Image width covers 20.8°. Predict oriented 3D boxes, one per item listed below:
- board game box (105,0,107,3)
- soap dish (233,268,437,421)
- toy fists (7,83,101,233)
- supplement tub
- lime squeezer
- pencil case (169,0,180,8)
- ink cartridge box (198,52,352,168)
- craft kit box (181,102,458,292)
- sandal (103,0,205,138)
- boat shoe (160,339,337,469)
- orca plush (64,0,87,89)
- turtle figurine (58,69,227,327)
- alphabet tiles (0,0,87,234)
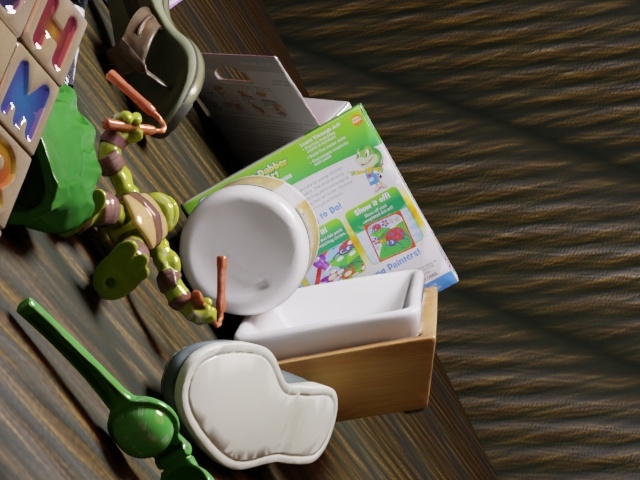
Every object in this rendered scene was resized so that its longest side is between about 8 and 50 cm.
[{"bbox_3d":[-0.304,-0.405,2.366,0.210,0.047,0.160,57,9,-23],"label":"board game box"},{"bbox_3d":[0.023,0.122,1.955,0.291,0.229,0.118,-66,145,-80],"label":"soap dish"},{"bbox_3d":[-0.268,-0.132,1.429,0.279,0.096,0.142,62,18,1],"label":"toy fists"},{"bbox_3d":[-0.077,0.001,1.987,0.144,0.144,0.199,60,8,-3],"label":"supplement tub"},{"bbox_3d":[-0.138,0.177,1.350,0.110,0.059,0.310,-25,86,-52],"label":"lime squeezer"},{"bbox_3d":[-0.270,-0.420,2.522,0.206,0.086,0.088,57,42,-13],"label":"pencil case"},{"bbox_3d":[-0.063,-0.184,2.519,0.296,0.066,0.261,11,-40,53],"label":"ink cartridge box"},{"bbox_3d":[0.000,0.000,2.113,0.246,0.250,0.061,61,7,-8],"label":"craft kit box"},{"bbox_3d":[-0.226,-0.239,2.127,0.086,0.120,0.303,15,37,-40],"label":"sandal"},{"bbox_3d":[-0.086,0.154,1.678,0.099,0.116,0.319,17,-5,25],"label":"boat shoe"},{"bbox_3d":[-0.281,-0.166,1.622,0.287,0.102,0.151,-92,-162,-53],"label":"orca plush"},{"bbox_3d":[-0.181,-0.025,1.621,0.217,0.087,0.269,-30,99,-75],"label":"turtle figurine"},{"bbox_3d":[-0.249,-0.126,1.065,0.285,0.011,0.342,53,47,-51],"label":"alphabet tiles"}]
